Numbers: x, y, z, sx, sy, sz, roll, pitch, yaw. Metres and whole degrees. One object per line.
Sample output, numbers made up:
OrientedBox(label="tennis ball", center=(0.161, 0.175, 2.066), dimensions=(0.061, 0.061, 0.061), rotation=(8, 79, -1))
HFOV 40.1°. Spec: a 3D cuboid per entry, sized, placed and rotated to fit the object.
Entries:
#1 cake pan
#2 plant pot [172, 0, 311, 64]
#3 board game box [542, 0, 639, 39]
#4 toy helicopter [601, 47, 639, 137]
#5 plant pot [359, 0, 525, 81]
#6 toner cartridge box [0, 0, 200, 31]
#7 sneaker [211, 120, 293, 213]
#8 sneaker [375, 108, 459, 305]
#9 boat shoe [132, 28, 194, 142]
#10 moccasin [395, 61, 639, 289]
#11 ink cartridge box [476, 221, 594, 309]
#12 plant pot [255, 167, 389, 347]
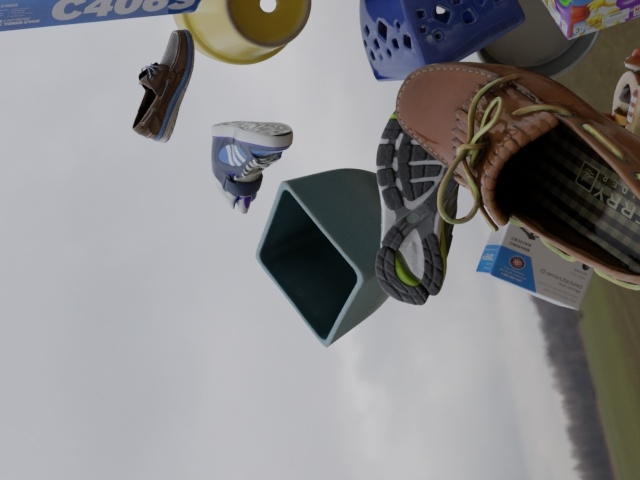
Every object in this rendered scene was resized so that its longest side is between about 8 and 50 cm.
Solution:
OrientedBox(label="cake pan", center=(0.470, -0.484, 1.914), dimensions=(0.054, 0.293, 0.293), rotation=(-97, -14, -52))
OrientedBox(label="plant pot", center=(-0.132, -0.446, 1.632), dimensions=(0.239, 0.254, 0.254), rotation=(38, 151, 63))
OrientedBox(label="board game box", center=(0.433, -0.482, 1.384), dimensions=(0.275, 0.142, 0.144), rotation=(73, 179, -54))
OrientedBox(label="toy helicopter", center=(0.713, -0.326, 1.920), dimensions=(0.355, 0.140, 0.235), rotation=(26, -109, -88))
OrientedBox(label="plant pot", center=(0.197, -0.441, 1.620), dimensions=(0.212, 0.236, 0.236), rotation=(63, 164, -17))
OrientedBox(label="toner cartridge box", center=(-0.305, -0.358, 1.140), dimensions=(0.165, 0.347, 0.075), rotation=(-46, 64, 55))
OrientedBox(label="sneaker", center=(-0.171, -0.181, 2.267), dimensions=(0.130, 0.322, 0.236), rotation=(-16, -70, -36))
OrientedBox(label="sneaker", center=(0.130, -0.070, 1.124), dimensions=(0.121, 0.111, 0.300), rotation=(-61, -19, -55))
OrientedBox(label="boat shoe", center=(-0.250, -0.248, 1.384), dimensions=(0.066, 0.066, 0.183), rotation=(11, -85, -35))
OrientedBox(label="moccasin", center=(0.198, -0.067, 0.826), dimensions=(0.147, 0.139, 0.380), rotation=(-5, -142, -39))
OrientedBox(label="ink cartridge box", center=(0.341, -0.019, 1.300), dimensions=(0.086, 0.148, 0.203), rotation=(-178, 109, -87))
OrientedBox(label="plant pot", center=(0.064, 0.005, 1.702), dimensions=(0.248, 0.252, 0.247), rotation=(50, 144, 21))
